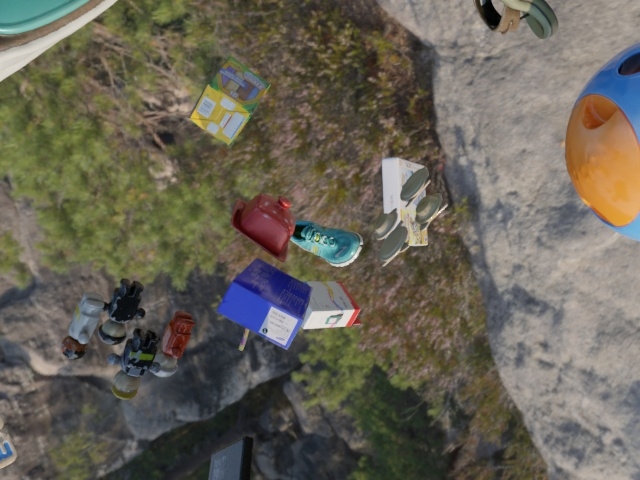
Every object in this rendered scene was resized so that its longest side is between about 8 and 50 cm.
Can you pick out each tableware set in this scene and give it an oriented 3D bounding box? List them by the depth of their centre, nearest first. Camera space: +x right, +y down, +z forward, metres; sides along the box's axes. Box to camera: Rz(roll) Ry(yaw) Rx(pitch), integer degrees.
[{"bbox_3d":[0.134,-0.040,0.993,0.020,0.169,0.141,34,110,-20],"label":"tableware set"}]

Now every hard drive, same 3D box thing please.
[{"bbox_3d":[-0.169,0.426,1.173,0.135,0.022,0.094,-39,38,44],"label":"hard drive"}]

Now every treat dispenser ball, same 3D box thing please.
[{"bbox_3d":[0.485,-0.135,0.857,0.288,0.288,0.288,21,123,37],"label":"treat dispenser ball"}]

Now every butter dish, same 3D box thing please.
[{"bbox_3d":[-0.114,-0.054,1.477,0.160,0.160,0.118,37,110,-16],"label":"butter dish"}]

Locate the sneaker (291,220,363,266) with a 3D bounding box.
[{"bbox_3d":[0.000,0.000,1.757,0.275,0.110,0.107,13,80,44],"label":"sneaker"}]

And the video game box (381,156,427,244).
[{"bbox_3d":[0.205,-0.088,1.516,0.048,0.187,0.205,-3,89,31],"label":"video game box"}]

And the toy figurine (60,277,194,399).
[{"bbox_3d":[-0.380,0.193,1.239,0.213,0.209,0.148,30,105,10],"label":"toy figurine"}]

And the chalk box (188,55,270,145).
[{"bbox_3d":[-0.228,-0.375,1.651,0.132,0.213,0.132,34,131,-11],"label":"chalk box"}]

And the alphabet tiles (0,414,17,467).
[{"bbox_3d":[-0.751,0.430,1.218,0.021,0.284,0.278,-31,84,47],"label":"alphabet tiles"}]

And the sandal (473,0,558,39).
[{"bbox_3d":[0.261,-0.361,0.927,0.086,0.302,0.120,-37,69,32],"label":"sandal"}]

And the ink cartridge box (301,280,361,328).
[{"bbox_3d":[0.025,0.196,1.950,0.134,0.231,0.078,54,129,39],"label":"ink cartridge box"}]

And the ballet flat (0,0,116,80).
[{"bbox_3d":[-0.308,-0.166,0.512,0.139,0.400,0.139,29,152,18],"label":"ballet flat"}]

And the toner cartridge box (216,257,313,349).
[{"bbox_3d":[-0.113,0.130,1.416,0.165,0.348,0.075,30,97,0],"label":"toner cartridge box"}]

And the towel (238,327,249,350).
[{"bbox_3d":[-0.260,0.334,2.156,0.009,0.060,0.083,15,84,6],"label":"towel"}]
